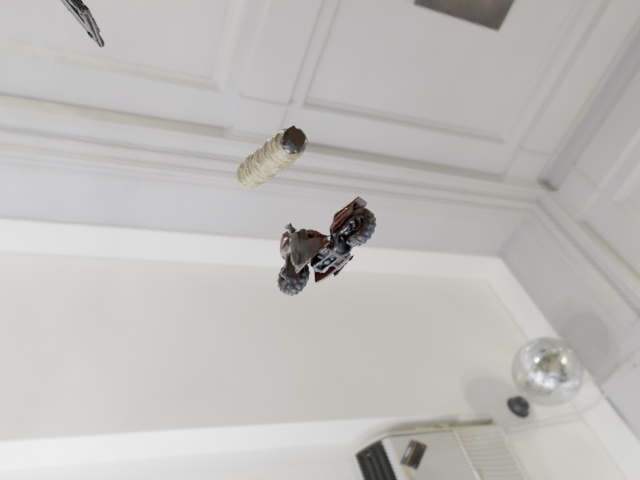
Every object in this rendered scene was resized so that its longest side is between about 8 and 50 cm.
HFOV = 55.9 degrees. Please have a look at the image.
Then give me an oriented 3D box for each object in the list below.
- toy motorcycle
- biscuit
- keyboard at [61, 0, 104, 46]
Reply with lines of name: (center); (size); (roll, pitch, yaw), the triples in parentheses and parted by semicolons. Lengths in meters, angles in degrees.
toy motorcycle: (0.000, 0.000, 1.011); (0.084, 0.212, 0.118); (32, -150, -39)
biscuit: (-0.083, -0.136, 1.005); (0.055, 0.219, 0.061); (45, -118, -14)
keyboard: (-0.352, -0.348, 0.742); (0.017, 0.087, 0.250); (-40, -96, -11)
